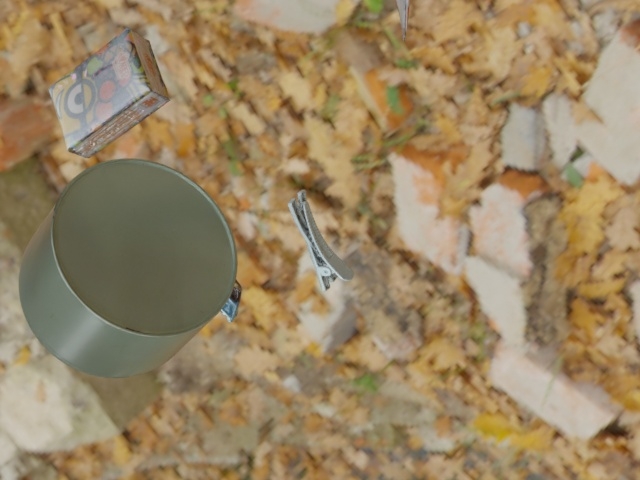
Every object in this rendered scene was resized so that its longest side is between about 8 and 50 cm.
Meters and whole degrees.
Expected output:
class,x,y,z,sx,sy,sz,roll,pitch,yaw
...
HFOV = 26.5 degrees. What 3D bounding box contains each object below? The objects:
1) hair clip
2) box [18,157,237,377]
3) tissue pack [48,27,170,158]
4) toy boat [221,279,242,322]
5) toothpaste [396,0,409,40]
class,x,y,z,sx,sy,sz,roll,pitch,yaw
hair clip,0.001,-0.001,1.456,0.039,0.030,0.115,-10,118,34
box,-0.230,0.035,1.604,0.226,0.226,0.149,51,142,2
tissue pack,-0.276,-0.190,1.764,0.148,0.060,0.108,-32,63,21
toy boat,-0.154,0.067,1.924,0.137,0.060,0.060,41,105,40
toothpaste,0.084,-0.350,1.433,0.301,0.048,0.075,85,160,-50
